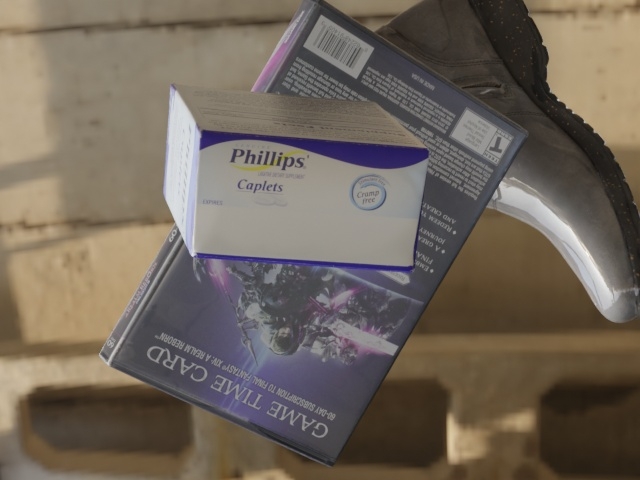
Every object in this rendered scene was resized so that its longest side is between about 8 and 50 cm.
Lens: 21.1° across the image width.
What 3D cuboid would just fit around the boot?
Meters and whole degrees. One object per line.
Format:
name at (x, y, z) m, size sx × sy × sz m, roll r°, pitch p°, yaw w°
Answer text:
boot at (0.111, -0.045, 1.389) m, size 0.223 × 0.118 × 0.338 m, roll -24°, pitch -115°, yaw -6°

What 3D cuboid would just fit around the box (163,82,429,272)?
box at (-0.018, -0.037, 0.958) m, size 0.126 × 0.072 × 0.137 m, roll 4°, pitch -166°, yaw -12°

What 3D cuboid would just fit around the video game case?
video game case at (0.000, 0.000, 1.159) m, size 0.196 × 0.274 × 0.026 m, roll 29°, pitch -176°, yaw -31°
